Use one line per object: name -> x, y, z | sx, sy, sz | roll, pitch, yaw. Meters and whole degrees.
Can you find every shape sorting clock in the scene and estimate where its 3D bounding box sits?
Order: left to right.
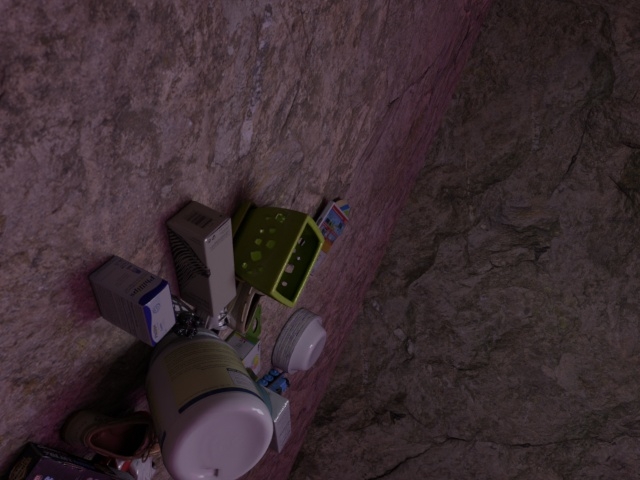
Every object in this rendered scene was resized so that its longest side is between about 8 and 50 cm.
shape sorting clock -> 0.052, -0.072, 2.027 | 0.206, 0.040, 0.206 | -43, 151, -31

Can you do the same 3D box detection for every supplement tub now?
supplement tub -> -0.271, 0.369, 1.157 | 0.236, 0.325, 0.235 | -12, 117, -24

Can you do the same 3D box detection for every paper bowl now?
paper bowl -> -0.078, 0.450, 2.172 | 0.284, 0.148, 0.284 | -52, 158, -31

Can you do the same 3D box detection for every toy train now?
toy train -> -0.199, 0.617, 2.109 | 0.184, 0.105, 0.080 | -25, 136, -63

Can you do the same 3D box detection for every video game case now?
video game case -> 0.000, 0.000, 1.928 | 0.285, 0.025, 0.204 | -57, 155, -4

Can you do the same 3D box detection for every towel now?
towel -> -0.225, 0.441, 1.574 | 0.009, 0.083, 0.060 | 31, 84, -29

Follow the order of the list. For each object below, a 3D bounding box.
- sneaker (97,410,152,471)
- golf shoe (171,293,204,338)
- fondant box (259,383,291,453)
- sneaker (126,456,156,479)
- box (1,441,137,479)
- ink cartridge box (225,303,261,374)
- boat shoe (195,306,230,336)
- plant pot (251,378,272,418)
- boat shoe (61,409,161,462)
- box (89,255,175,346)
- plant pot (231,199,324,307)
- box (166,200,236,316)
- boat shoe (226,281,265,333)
sneaker -> -0.502, 0.537, 1.255 | 0.221, 0.087, 0.128 | -56, 177, -29
golf shoe -> -0.362, 0.159, 1.144 | 0.077, 0.094, 0.198 | -48, 136, -3
fondant box -> -0.234, 0.626, 1.812 | 0.096, 0.239, 0.330 | -54, 159, -36
sneaker -> -0.500, 0.671, 1.379 | 0.115, 0.091, 0.232 | -37, 148, -62
box -> -0.555, 0.592, 1.005 | 0.295, 0.073, 0.293 | -60, 140, -20
ink cartridge box -> -0.241, 0.368, 1.690 | 0.255, 0.097, 0.188 | -48, 155, -40
boat shoe -> -0.293, 0.214, 1.361 | 0.267, 0.088, 0.096 | -66, 161, 2
plant pot -> -0.308, 0.475, 1.401 | 0.293, 0.293, 0.196 | -55, 140, -28
boat shoe -> -0.439, 0.452, 1.129 | 0.285, 0.089, 0.104 | 36, 66, -53
box -> -0.361, 0.117, 0.967 | 0.072, 0.137, 0.126 | -50, 156, -42
plant pot -> -0.141, 0.030, 1.347 | 0.227, 0.207, 0.228 | -66, 162, -12
box -> -0.273, 0.049, 1.173 | 0.094, 0.113, 0.275 | -49, 154, -40
boat shoe -> -0.194, 0.136, 1.518 | 0.302, 0.098, 0.109 | -62, 162, -10
